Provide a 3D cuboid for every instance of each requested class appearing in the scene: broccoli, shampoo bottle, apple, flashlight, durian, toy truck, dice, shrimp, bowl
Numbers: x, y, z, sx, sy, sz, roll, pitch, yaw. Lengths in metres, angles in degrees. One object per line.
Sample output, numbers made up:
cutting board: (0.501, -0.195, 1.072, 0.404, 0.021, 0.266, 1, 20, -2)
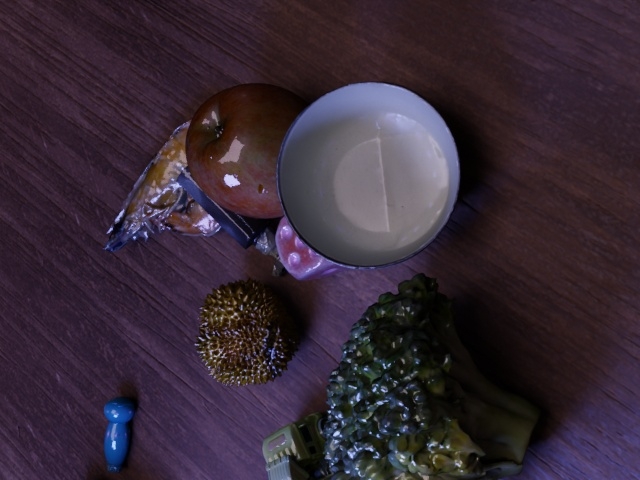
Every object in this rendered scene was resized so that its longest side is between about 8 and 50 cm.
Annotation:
broccoli: (0.107, 0.221, 1.413, 0.272, 0.324, 0.334, 23, 117, 25)
shampoo bottle: (-0.120, -0.034, 1.698, 0.207, 0.057, 0.063, 45, 146, 7)
apple: (-0.089, -0.125, 1.607, 0.188, 0.174, 0.188, -18, 62, 37)
flashlight: (-0.332, 0.318, 1.907, 0.051, 0.051, 0.129, 13, 102, 37)
durian: (-0.108, 0.132, 1.676, 0.168, 0.137, 0.158, -7, 108, 46)
toy truck: (-0.015, 0.343, 1.618, 0.085, 0.116, 0.191, -33, 72, 32)
dice: (0.000, 0.000, 1.607, 0.094, 0.093, 0.091, -24, 77, 35)
shrimp: (-0.221, -0.059, 1.799, 0.317, 0.062, 0.164, -43, 69, 27)
bowl: (0.072, -0.078, 1.503, 0.237, 0.126, 0.238, -1, 86, 14)
